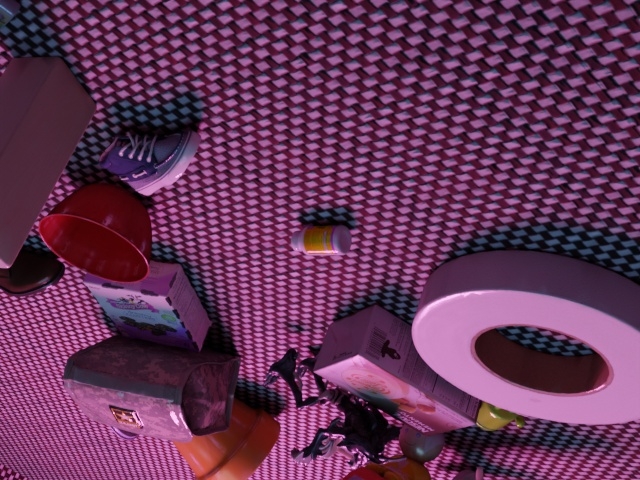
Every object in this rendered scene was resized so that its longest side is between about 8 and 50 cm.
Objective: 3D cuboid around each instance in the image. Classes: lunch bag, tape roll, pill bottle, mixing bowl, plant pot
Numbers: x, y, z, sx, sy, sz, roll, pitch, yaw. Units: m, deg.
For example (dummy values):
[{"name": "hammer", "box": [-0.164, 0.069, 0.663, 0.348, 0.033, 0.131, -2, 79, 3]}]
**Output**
[{"name": "lunch bag", "box": [-0.307, 0.267, 1.909, 0.235, 0.169, 0.287, 10, 178, 17]}, {"name": "tape roll", "box": [0.326, 0.150, 1.524, 0.392, 0.072, 0.392, 15, 150, 9]}, {"name": "pill bottle", "box": [0.000, 0.000, 1.504, 0.083, 0.043, 0.043, -1, 144, 32]}, {"name": "mixing bowl", "box": [-0.329, -0.023, 1.612, 0.181, 0.098, 0.181, 16, 150, 10]}, {"name": "plant pot", "box": [-0.219, 0.394, 2.151, 0.188, 0.205, 0.205, 44, 145, -10]}]

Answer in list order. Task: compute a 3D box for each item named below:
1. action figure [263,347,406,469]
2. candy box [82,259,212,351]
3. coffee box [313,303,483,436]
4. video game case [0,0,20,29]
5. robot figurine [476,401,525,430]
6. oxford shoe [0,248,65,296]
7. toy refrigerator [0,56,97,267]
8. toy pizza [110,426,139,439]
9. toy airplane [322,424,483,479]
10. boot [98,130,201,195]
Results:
[{"name": "action figure", "box": [0.027, 0.312, 1.797, 0.276, 0.164, 0.141, 47, 125, 34]}, {"name": "candy box", "box": [-0.300, 0.108, 1.836, 0.165, 0.070, 0.196, 9, 149, 19]}, {"name": "coffee box", "box": [0.134, 0.218, 1.724, 0.246, 0.098, 0.141, 33, 149, -20]}, {"name": "video game case", "box": [-0.505, -0.318, 1.313, 0.212, 0.023, 0.193, 37, 146, -25]}, {"name": "robot figurine", "box": [0.295, 0.280, 1.758, 0.101, 0.067, 0.115, 13, 152, -11]}, {"name": "oxford shoe", "box": [-0.563, 0.044, 1.884, 0.227, 0.083, 0.096, 3, 142, 25]}, {"name": "toy refrigerator", "box": [-0.403, -0.105, 1.352, 0.094, 0.269, 0.102, 3, 147, 27]}, {"name": "toy pizza", "box": [-0.404, 0.301, 2.091, 0.032, 0.201, 0.201, -15, 139, 16]}, {"name": "toy airplane", "box": [0.191, 0.465, 1.984, 0.386, 0.272, 0.384, 12, -172, -2]}, {"name": "boot", "box": [-0.238, -0.117, 1.430, 0.086, 0.069, 0.190, 30, 151, -22]}]
